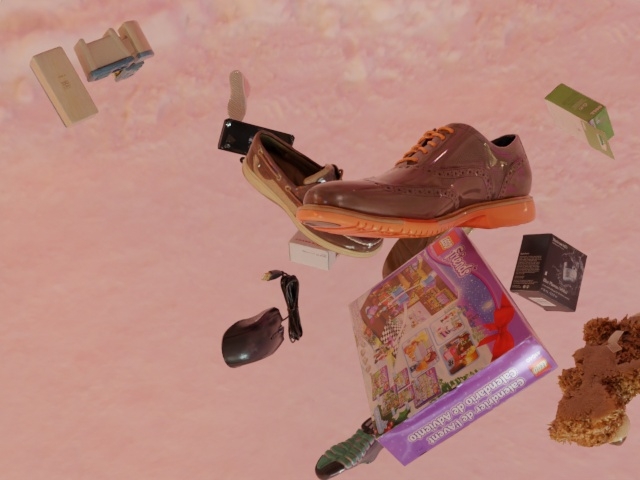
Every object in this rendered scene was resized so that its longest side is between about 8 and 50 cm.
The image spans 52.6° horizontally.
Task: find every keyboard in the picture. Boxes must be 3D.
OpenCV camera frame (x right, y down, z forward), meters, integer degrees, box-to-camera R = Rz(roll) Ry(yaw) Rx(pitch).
[{"bbox_3d":[-0.160,-0.229,1.592,0.180,0.023,0.108,12,104,-18],"label":"keyboard"}]

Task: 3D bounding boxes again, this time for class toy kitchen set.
[{"bbox_3d":[-0.403,-0.286,1.164,0.207,0.166,0.122,-34,104,-30],"label":"toy kitchen set"}]

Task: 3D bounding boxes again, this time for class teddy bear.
[{"bbox_3d":[0.540,0.251,1.190,0.245,0.338,0.113,-27,106,33],"label":"teddy bear"}]

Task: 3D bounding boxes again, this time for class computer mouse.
[{"bbox_3d":[-0.112,0.162,1.394,0.060,0.262,0.184,0,98,35],"label":"computer mouse"}]

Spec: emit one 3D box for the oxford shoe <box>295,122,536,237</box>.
[{"bbox_3d":[0.121,-0.074,0.786,0.364,0.130,0.132,-7,97,-39],"label":"oxford shoe"}]

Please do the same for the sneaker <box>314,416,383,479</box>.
[{"bbox_3d":[0.090,0.533,1.587,0.224,0.083,0.098,-30,118,-24],"label":"sneaker"}]

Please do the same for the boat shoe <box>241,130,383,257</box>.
[{"bbox_3d":[-0.008,-0.099,1.304,0.342,0.123,0.123,40,52,10],"label":"boat shoe"}]

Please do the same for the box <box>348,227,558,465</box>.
[{"bbox_3d":[0.143,0.112,0.806,0.201,0.293,0.057,-38,111,13],"label":"box"}]

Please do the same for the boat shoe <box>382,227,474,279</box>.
[{"bbox_3d":[0.299,0.017,1.712,0.110,0.341,0.121,21,38,-33],"label":"boat shoe"}]

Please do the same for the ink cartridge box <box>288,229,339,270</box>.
[{"bbox_3d":[0.000,0.000,1.876,0.128,0.072,0.175,14,38,20],"label":"ink cartridge box"}]

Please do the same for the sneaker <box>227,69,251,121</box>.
[{"bbox_3d":[-0.202,-0.358,1.643,0.051,0.070,0.134,-1,87,13],"label":"sneaker"}]

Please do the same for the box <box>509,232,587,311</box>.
[{"bbox_3d":[0.581,0.083,1.644,0.156,0.093,0.158,25,74,-29],"label":"box"}]

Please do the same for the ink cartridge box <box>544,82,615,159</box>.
[{"bbox_3d":[0.654,-0.294,1.589,0.062,0.109,0.209,-41,43,3],"label":"ink cartridge box"}]
